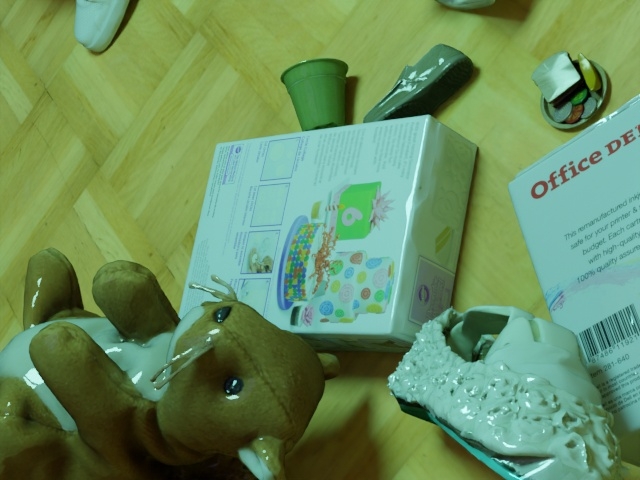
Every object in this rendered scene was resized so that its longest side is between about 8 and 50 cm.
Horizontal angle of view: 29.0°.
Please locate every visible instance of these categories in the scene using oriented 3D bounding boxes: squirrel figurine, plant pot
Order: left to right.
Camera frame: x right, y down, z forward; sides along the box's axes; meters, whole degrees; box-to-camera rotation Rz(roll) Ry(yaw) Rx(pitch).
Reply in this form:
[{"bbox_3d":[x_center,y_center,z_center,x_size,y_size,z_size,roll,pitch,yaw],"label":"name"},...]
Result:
[{"bbox_3d":[-0.153,0.206,1.316,0.371,0.396,0.281,-7,26,24],"label":"squirrel figurine"},{"bbox_3d":[-0.001,-0.165,1.481,0.083,0.083,0.079,-21,69,36],"label":"plant pot"}]

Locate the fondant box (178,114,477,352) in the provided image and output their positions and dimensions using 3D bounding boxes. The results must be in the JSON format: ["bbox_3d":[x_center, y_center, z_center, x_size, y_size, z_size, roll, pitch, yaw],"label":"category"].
[{"bbox_3d":[0.000,0.000,1.385,0.330,0.096,0.238,-3,70,44],"label":"fondant box"}]

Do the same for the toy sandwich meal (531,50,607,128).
[{"bbox_3d":[0.253,-0.155,1.261,0.086,0.029,0.085,-20,59,37],"label":"toy sandwich meal"}]

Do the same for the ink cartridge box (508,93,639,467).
[{"bbox_3d":[0.304,0.027,1.065,0.201,0.117,0.278,-34,52,29],"label":"ink cartridge box"}]

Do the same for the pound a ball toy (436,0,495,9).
[{"bbox_3d":[0.187,-0.424,1.399,0.319,0.136,0.208,-67,18,-2],"label":"pound a ball toy"}]

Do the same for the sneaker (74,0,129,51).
[{"bbox_3d":[-0.360,-0.431,1.834,0.108,0.169,0.292,37,116,46],"label":"sneaker"}]

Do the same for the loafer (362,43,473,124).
[{"bbox_3d":[0.105,-0.165,1.392,0.148,0.056,0.050,-37,49,13],"label":"loafer"}]

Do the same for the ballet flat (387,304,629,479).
[{"bbox_3d":[0.150,0.119,1.045,0.147,0.147,0.409,-67,12,-2],"label":"ballet flat"}]
